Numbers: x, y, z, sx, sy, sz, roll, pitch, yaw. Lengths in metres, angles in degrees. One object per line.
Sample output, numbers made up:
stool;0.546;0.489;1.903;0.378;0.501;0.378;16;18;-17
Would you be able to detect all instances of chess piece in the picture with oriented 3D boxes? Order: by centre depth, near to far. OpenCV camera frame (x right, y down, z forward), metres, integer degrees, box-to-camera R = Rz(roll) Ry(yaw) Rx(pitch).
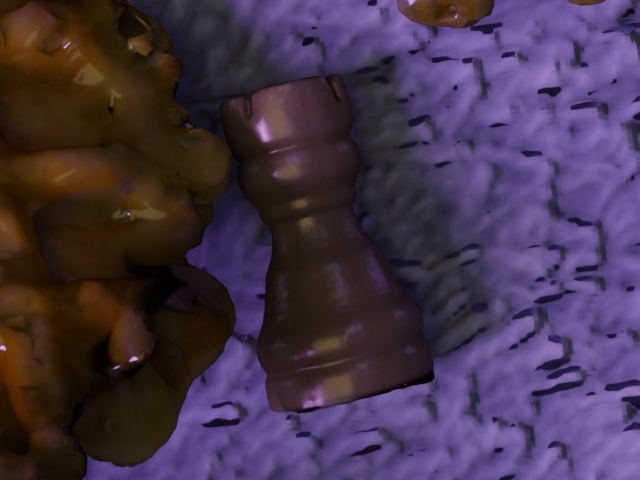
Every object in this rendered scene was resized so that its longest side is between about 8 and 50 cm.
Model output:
chess piece;0.000;0.000;0.673;0.066;0.066;0.122;-12;90;14

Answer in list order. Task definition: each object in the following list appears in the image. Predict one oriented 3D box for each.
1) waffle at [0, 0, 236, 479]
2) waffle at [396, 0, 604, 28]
waffle;-0.228;-0.009;0.601;0.382;0.380;0.095;31;145;7
waffle;0.062;-0.204;0.627;0.253;0.056;0.249;-7;98;15
